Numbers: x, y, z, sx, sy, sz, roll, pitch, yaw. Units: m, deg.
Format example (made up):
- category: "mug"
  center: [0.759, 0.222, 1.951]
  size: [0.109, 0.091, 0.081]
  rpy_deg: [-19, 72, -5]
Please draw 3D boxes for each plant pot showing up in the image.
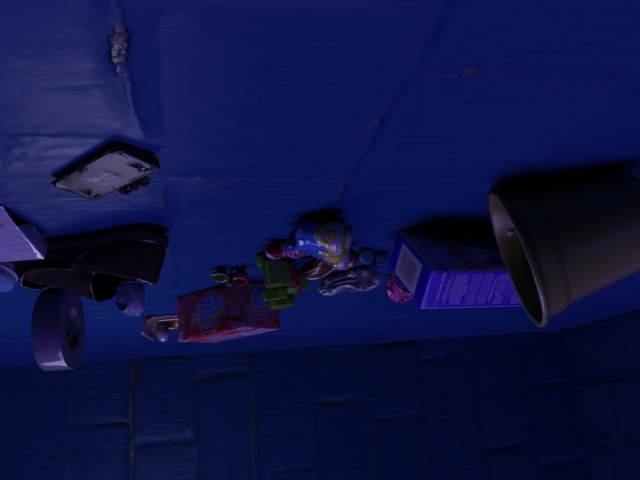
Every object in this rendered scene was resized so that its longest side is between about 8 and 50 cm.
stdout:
- category: "plant pot"
  center: [0.495, -0.005, 1.141]
  size: [0.253, 0.276, 0.276]
  rpy_deg: [-20, 162, 7]

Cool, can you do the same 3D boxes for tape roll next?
- category: "tape roll"
  center: [-0.708, 0.241, 1.607]
  size: [0.072, 0.219, 0.219]
  rpy_deg: [-3, 163, -5]

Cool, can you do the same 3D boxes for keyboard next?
- category: "keyboard"
  center: [-0.324, -0.102, 0.921]
  size: [0.180, 0.023, 0.108]
  rpy_deg: [-16, 154, 35]

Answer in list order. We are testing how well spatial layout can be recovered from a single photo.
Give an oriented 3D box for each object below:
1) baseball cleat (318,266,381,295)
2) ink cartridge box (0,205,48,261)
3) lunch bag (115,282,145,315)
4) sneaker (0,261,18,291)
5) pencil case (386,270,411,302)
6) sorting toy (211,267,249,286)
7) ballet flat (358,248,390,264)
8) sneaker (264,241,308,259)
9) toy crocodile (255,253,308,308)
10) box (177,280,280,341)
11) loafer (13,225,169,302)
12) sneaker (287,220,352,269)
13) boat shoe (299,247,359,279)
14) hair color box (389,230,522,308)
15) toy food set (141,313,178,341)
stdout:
- category: "baseball cleat"
  center: [0.095, 0.116, 1.730]
  size: [0.205, 0.072, 0.109]
  rpy_deg: [-9, 177, 29]
- category: "ink cartridge box"
  center: [-0.618, -0.021, 1.103]
  size: [0.145, 0.045, 0.179]
  rpy_deg: [-4, 145, -1]
- category: "lunch bag"
  center: [-0.529, 0.165, 1.644]
  size: [0.053, 0.083, 0.071]
  rpy_deg: [-13, 163, 23]
- category: "sneaker"
  center: [-0.743, 0.119, 1.204]
  size: [0.127, 0.208, 0.319]
  rpy_deg: [-9, 164, 8]
- category: "pencil case"
  center: [0.243, 0.127, 1.740]
  size: [0.098, 0.095, 0.209]
  rpy_deg: [21, 165, 5]
- category: "sorting toy"
  center: [-0.238, 0.090, 1.575]
  size: [0.101, 0.042, 0.061]
  rpy_deg: [10, 146, -8]
- category: "ballet flat"
  center: [0.129, 0.045, 1.523]
  size: [0.114, 0.041, 0.041]
  rpy_deg: [10, 158, -40]
- category: "sneaker"
  center: [-0.067, 0.019, 1.365]
  size: [0.118, 0.042, 0.067]
  rpy_deg: [1, 168, -45]
- category: "toy crocodile"
  center: [-0.096, 0.103, 1.519]
  size: [0.105, 0.115, 0.340]
  rpy_deg: [-11, 165, 2]
- category: "box"
  center: [-0.285, 0.223, 1.810]
  size: [0.299, 0.142, 0.154]
  rpy_deg: [-17, 160, 36]
- category: "loafer"
  center: [-0.488, 0.064, 1.231]
  size: [0.365, 0.130, 0.134]
  rpy_deg: [-11, 162, 21]
- category: "sneaker"
  center: [0.000, 0.000, 1.289]
  size: [0.126, 0.091, 0.240]
  rpy_deg: [12, 166, 9]
- category: "boat shoe"
  center: [0.013, 0.048, 1.473]
  size: [0.178, 0.064, 0.060]
  rpy_deg: [-21, 127, 38]
- category: "hair color box"
  center: [0.355, 0.064, 1.379]
  size: [0.338, 0.185, 0.110]
  rpy_deg: [2, 118, -21]
- category: "toy food set"
  center: [-0.493, 0.335, 2.211]
  size: [0.306, 0.093, 0.220]
  rpy_deg: [-3, 163, -5]
